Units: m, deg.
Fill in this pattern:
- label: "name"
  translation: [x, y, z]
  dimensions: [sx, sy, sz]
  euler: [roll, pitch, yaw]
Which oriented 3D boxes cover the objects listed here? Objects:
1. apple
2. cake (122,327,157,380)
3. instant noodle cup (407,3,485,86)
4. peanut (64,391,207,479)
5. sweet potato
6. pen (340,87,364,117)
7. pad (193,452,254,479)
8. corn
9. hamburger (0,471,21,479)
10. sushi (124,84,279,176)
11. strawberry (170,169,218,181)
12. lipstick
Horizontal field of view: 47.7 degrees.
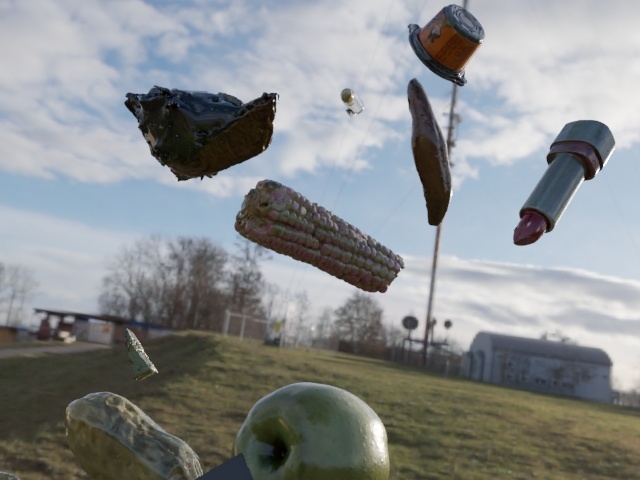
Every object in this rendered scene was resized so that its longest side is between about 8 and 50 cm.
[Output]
- label: "apple"
  translation: [-0.015, 0.498, 1.641]
  dimensions: [0.357, 0.357, 0.357]
  euler: [8, -11, 2]
- label: "cake"
  translation: [-0.456, 0.281, 1.776]
  dimensions: [0.140, 0.055, 0.051]
  euler: [51, 2, 26]
- label: "instant noodle cup"
  translation: [0.325, -0.500, 1.795]
  dimensions: [0.208, 0.177, 0.125]
  euler: [41, -50, -4]
- label: "peanut"
  translation: [-0.310, 0.381, 1.252]
  dimensions: [0.313, 0.152, 0.152]
  euler: [44, -16, -3]
- label: "sweet potato"
  translation: [0.179, -0.151, 1.198]
  dimensions: [0.058, 0.255, 0.078]
  euler: [-11, 0, 6]
- label: "pen"
  translation: [0.057, -0.258, 1.365]
  dimensions: [0.032, 0.040, 0.233]
  euler: [42, 9, 4]
- label: "pad"
  translation: [-0.145, 0.341, 0.812]
  dimensions: [0.190, 0.127, 0.004]
  euler: [-29, -28, 0]
- label: "corn"
  translation: [0.002, -0.002, 1.344]
  dimensions: [0.335, 0.127, 0.126]
  euler: [27, -18, -23]
- label: "hamburger"
  translation: [-0.530, 0.431, 1.070]
  dimensions: [0.213, 0.214, 0.108]
  euler: [5, -47, 15]
- label: "sushi"
  translation: [-0.196, -0.175, 1.127]
  dimensions: [0.287, 0.149, 0.140]
  euler: [12, -43, 39]
- label: "strawberry"
  translation: [-0.277, -0.206, 1.595]
  dimensions: [0.131, 0.148, 0.131]
  euler: [-4, 14, 1]
- label: "lipstick"
  translation: [0.271, -0.058, 0.833]
  dimensions: [0.063, 0.186, 0.057]
  euler: [6, -40, 51]
